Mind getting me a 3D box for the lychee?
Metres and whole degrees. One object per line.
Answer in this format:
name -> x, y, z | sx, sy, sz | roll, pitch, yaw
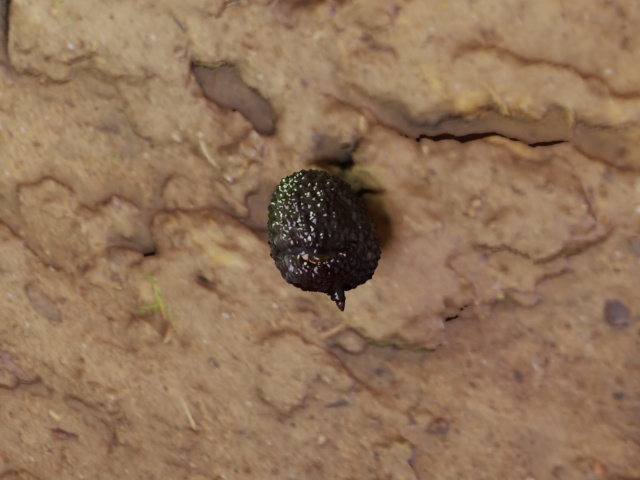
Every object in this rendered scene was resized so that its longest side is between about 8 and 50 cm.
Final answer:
lychee -> 0.000, 0.000, 0.898 | 0.067, 0.068, 0.083 | -8, 97, 43
